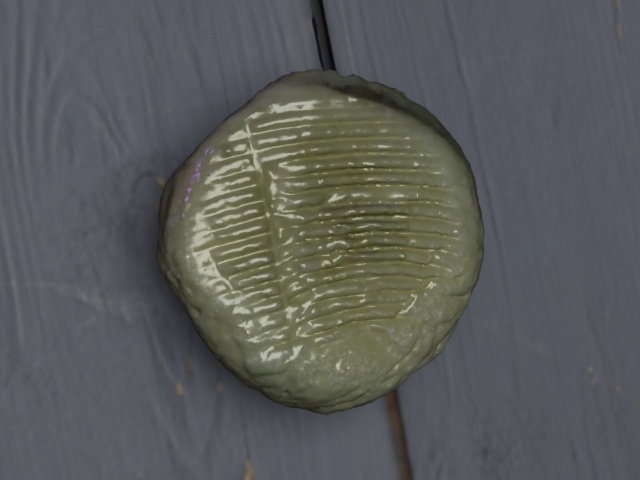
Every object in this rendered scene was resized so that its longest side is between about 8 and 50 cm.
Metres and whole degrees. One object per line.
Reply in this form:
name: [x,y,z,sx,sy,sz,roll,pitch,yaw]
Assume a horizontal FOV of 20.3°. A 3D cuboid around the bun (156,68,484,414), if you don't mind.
bun: [0.000,0.000,1.167,0.220,0.134,0.220,-1,92,-20]
